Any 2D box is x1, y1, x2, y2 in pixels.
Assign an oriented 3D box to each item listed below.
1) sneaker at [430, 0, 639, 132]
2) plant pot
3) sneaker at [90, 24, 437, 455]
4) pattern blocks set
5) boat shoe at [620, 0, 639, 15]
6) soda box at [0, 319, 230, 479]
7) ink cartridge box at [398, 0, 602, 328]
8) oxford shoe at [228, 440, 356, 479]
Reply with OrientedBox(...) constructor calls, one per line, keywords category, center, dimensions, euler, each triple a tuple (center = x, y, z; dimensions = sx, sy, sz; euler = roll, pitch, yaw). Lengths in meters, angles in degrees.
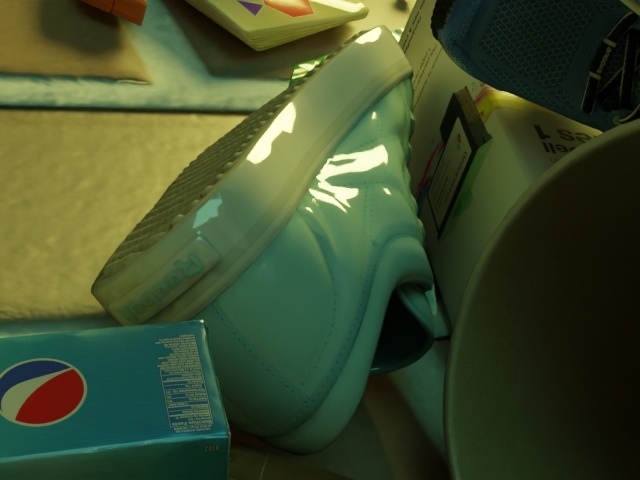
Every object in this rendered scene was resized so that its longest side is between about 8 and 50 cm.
OrientedBox(category="sneaker", center=(0.220, -0.087, 0.804), dimensions=(0.329, 0.130, 0.147), euler=(13, 32, -12))
OrientedBox(category="plant pot", center=(0.243, 0.084, 0.726), dimensions=(0.274, 0.256, 0.256), euler=(9, 33, -46))
OrientedBox(category="sneaker", center=(0.000, 0.000, 0.803), dimensions=(0.150, 0.135, 0.366), euler=(52, 29, -9))
OrientedBox(category="pattern blocks set", center=(-0.068, -0.201, 1.096), dimensions=(0.285, 0.026, 0.325), euler=(-10, 46, -40))
OrientedBox(category="boat shoe", center=(0.198, -0.099, 0.679), dimensions=(0.096, 0.098, 0.277), euler=(-30, 45, -10))
OrientedBox(category="soda box", center=(-0.142, 0.086, 0.567), dimensions=(0.210, 0.071, 0.067), euler=(-4, 41, -11))
OrientedBox(category="ink cartridge box", center=(0.168, -0.038, 0.930), dimensions=(0.201, 0.117, 0.278), euler=(10, 36, -19))
OrientedBox(category="oxford shoe", center=(0.033, 0.143, 0.641), dimensions=(0.212, 0.076, 0.076), euler=(28, 29, 9))
